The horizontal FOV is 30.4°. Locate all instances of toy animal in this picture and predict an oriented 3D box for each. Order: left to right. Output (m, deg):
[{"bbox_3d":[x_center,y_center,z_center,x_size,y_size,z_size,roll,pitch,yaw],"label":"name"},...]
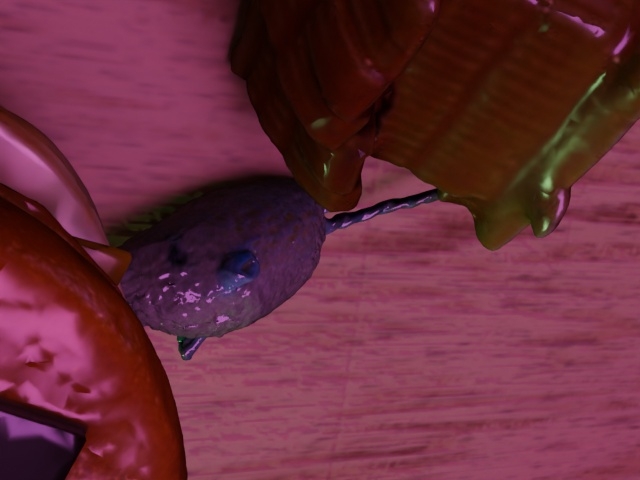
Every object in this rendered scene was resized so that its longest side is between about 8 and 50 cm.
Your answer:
[{"bbox_3d":[-0.001,-0.003,0.650,0.252,0.079,0.070,-15,147,-24],"label":"toy animal"}]

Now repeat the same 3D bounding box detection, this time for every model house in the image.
[{"bbox_3d":[0.051,-0.140,0.558,0.229,0.199,0.220,25,62,-11],"label":"model house"}]

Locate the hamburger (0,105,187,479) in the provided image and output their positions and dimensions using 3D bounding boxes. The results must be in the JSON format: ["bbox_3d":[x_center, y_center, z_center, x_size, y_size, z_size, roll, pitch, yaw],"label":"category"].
[{"bbox_3d":[-0.198,0.068,0.468,0.290,0.225,0.291,-11,117,-22],"label":"hamburger"}]
